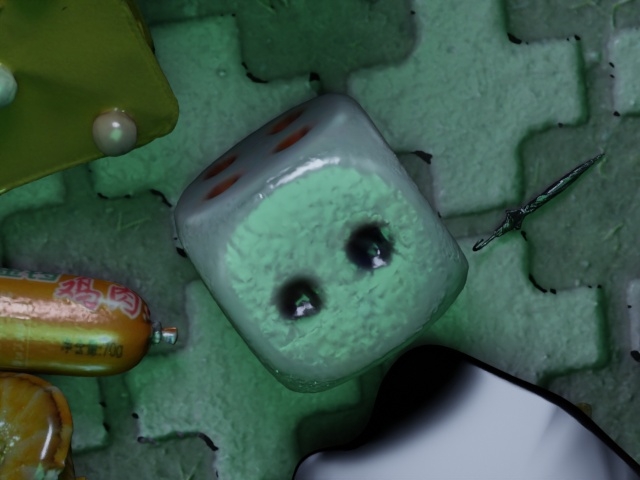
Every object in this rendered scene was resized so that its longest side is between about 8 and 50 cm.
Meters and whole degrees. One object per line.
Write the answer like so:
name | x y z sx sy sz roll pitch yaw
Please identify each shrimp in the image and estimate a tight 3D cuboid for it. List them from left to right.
shrimp | -0.315 0.178 1.491 0.068 0.248 0.150 46 57 -47

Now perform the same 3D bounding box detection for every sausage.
sausage | -0.279 0.068 1.507 0.312 0.093 0.093 5 105 -8

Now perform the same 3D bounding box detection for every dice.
dice | 0.000 0.000 1.467 0.192 0.193 0.194 -34 108 2

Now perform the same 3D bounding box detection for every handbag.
handbag | -0.336 -0.129 1.357 0.401 0.133 0.283 -20 138 3

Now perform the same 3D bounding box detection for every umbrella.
umbrella | 0.197 -0.034 1.570 0.149 0.022 0.022 -35 69 -5

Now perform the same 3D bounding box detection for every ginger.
ginger | 0.153 0.323 1.561 0.358 0.211 0.413 -37 69 -7

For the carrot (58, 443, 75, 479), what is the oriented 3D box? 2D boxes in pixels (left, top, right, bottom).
carrot | -0.241 0.217 1.497 0.072 0.205 0.072 -6 116 -13

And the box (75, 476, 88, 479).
box | -0.274 0.395 1.511 0.213 0.259 0.283 -7 106 -3
